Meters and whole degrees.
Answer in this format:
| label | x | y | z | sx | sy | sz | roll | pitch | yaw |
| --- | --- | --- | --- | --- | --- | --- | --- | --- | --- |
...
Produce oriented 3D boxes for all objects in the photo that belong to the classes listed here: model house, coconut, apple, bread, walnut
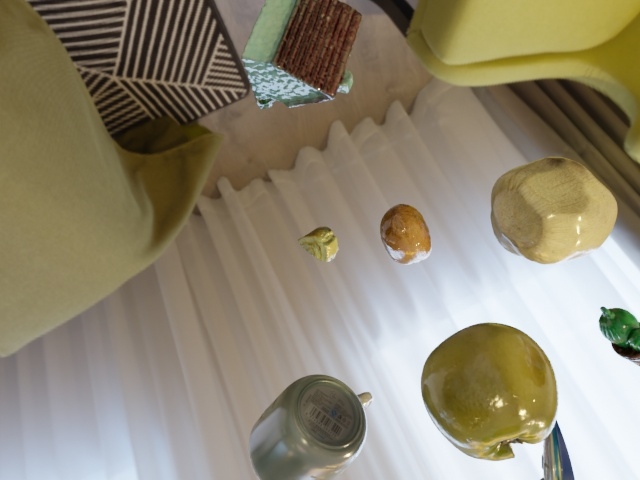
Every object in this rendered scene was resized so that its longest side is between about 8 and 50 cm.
| label | x | y | z | sx | sy | sz | roll | pitch | yaw |
| --- | --- | --- | --- | --- | --- | --- | --- | --- | --- |
| model house | -0.019 | -0.462 | 1.389 | 0.248 | 0.281 | 0.230 | 15 | 162 | 10 |
| coconut | 0.427 | -0.057 | 1.047 | 0.224 | 0.224 | 0.224 | -18 | 147 | -12 |
| apple | 0.366 | 0.328 | 1.223 | 0.291 | 0.254 | 0.292 | -5 | 134 | -6 |
| bread | -0.004 | -0.004 | 2.137 | 0.103 | 0.156 | 0.110 | -38 | 152 | -38 |
| walnut | 0.335 | -0.009 | 2.222 | 0.203 | 0.203 | 0.298 | -25 | 129 | -1 |

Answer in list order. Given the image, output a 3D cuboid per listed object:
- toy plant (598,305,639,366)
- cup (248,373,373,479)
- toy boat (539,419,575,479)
| label | x | y | z | sx | sy | sz | roll | pitch | yaw |
| --- | --- | --- | --- | --- | --- | --- | --- | --- | --- |
| toy plant | 0.766 | 0.237 | 1.397 | 0.200 | 0.143 | 0.105 | 40 | 96 | -18 |
| cup | 0.010 | 0.499 | 1.521 | 0.356 | 0.259 | 0.274 | -17 | 152 | -38 |
| toy boat | 0.527 | 0.535 | 1.275 | 0.088 | 0.295 | 0.129 | -3 | 180 | 15 |
